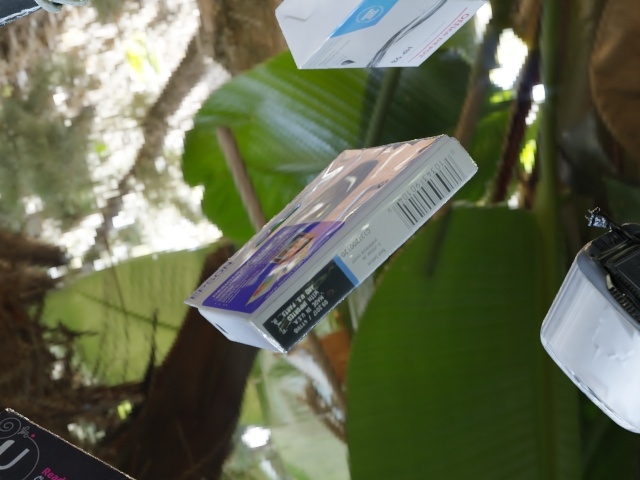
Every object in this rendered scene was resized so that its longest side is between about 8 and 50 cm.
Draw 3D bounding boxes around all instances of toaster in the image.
[{"bbox_3d":[0.326,0.090,1.248,0.129,0.146,0.227,-25,-121,-37],"label":"toaster"}]

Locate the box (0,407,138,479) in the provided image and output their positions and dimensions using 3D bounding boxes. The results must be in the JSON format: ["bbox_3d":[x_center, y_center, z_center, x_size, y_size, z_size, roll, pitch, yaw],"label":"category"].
[{"bbox_3d":[-0.167,0.259,0.783,0.163,0.247,0.142,21,-131,28],"label":"box"}]

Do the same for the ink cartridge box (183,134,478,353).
[{"bbox_3d":[0.000,0.000,0.954,0.206,0.045,0.208,-44,-165,-14],"label":"ink cartridge box"}]

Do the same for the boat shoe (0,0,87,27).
[{"bbox_3d":[-0.126,-0.144,0.542,0.219,0.070,0.078,-37,153,24],"label":"boat shoe"}]

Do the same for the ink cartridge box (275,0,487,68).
[{"bbox_3d":[0.066,-0.199,1.022,0.180,0.060,0.104,-9,159,-40],"label":"ink cartridge box"}]
